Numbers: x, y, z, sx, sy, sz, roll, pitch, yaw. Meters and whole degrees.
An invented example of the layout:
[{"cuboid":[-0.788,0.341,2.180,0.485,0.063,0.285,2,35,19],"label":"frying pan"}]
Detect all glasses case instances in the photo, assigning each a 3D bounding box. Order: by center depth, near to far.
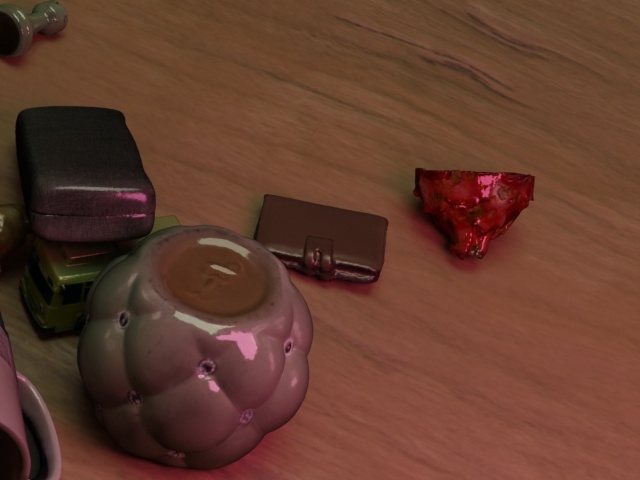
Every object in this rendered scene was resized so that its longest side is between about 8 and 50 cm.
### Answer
[{"cuboid":[-0.262,-0.077,2.074,0.131,0.074,0.323,-2,19,-12],"label":"glasses case"}]

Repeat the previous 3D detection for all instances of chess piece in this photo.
[{"cuboid":[-0.360,-0.268,2.356,0.067,0.067,0.103,34,34,18],"label":"chess piece"}]

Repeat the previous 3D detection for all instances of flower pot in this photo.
[{"cuboid":[-0.124,0.104,1.914,0.246,0.195,0.246,11,41,-9],"label":"flower pot"}]

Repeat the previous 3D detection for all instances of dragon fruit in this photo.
[{"cuboid":[0.180,-0.032,2.279,0.153,0.110,0.153,7,2,0],"label":"dragon fruit"}]

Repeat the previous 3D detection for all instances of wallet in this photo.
[{"cuboid":[0.000,0.000,2.203,0.153,0.038,0.118,14,37,-1],"label":"wallet"}]

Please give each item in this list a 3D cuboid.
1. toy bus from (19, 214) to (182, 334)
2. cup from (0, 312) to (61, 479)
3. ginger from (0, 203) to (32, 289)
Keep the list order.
[{"cuboid":[-0.225,0.035,2.028,0.175,0.101,0.088,-9,47,-27],"label":"toy bus"},{"cuboid":[-0.366,0.153,1.774,0.290,0.219,0.257,29,29,-37],"label":"cup"},{"cuboid":[-0.386,0.022,2.000,0.137,0.074,0.213,13,46,7],"label":"ginger"}]
